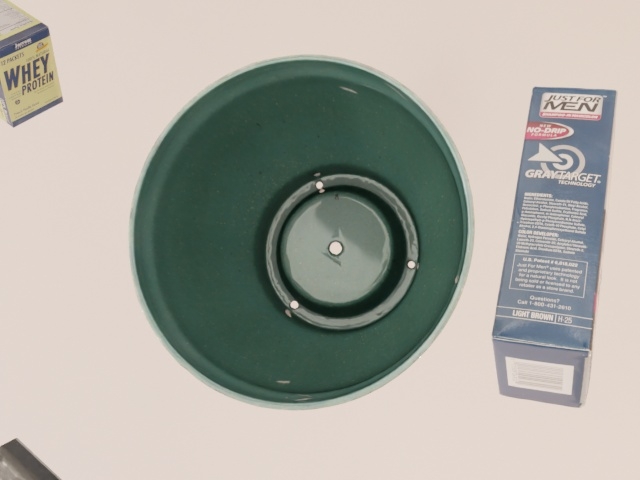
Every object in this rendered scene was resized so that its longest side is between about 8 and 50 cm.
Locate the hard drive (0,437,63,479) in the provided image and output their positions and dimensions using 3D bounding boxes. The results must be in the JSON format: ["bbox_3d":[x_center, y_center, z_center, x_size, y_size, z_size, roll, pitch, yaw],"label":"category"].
[{"bbox_3d":[-0.201,0.225,0.580,0.135,0.022,0.094,33,-63,20],"label":"hard drive"}]

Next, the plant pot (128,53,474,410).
[{"bbox_3d":[0.000,0.000,0.719,0.293,0.196,0.293,-2,-97,14],"label":"plant pot"}]

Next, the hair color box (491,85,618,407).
[{"bbox_3d":[0.285,0.002,0.924,0.105,0.174,0.347,6,-119,19],"label":"hair color box"}]

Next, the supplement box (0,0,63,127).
[{"bbox_3d":[-0.284,-0.163,0.688,0.083,0.083,0.056,34,-127,22],"label":"supplement box"}]
